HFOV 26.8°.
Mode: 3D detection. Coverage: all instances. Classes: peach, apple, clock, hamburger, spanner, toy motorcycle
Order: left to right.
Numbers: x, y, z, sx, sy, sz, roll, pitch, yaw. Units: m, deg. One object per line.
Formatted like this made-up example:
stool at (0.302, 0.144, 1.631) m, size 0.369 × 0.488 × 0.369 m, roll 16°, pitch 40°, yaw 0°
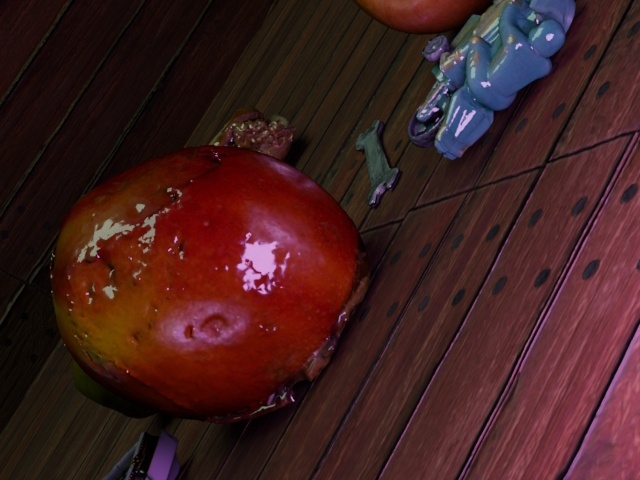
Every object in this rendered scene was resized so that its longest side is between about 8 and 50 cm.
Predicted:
clock at (-0.291, 0.401, 1.910) m, size 0.253 × 0.083 × 0.186 m, roll -47°, pitch 17°, yaw 31°
peach at (-0.141, 0.056, 1.757) m, size 0.353 × 0.417 × 0.339 m, roll 85°, pitch -171°, yaw -48°
hamburger at (-0.151, -0.150, 2.588) m, size 0.286 × 0.146 × 0.243 m, roll -53°, pitch 7°, yaw 34°
spanner at (0.084, -0.122, 2.007) m, size 0.071 × 0.017 × 0.302 m, roll -50°, pitch 15°, yaw 16°
apple at (0.165, -0.455, 1.990) m, size 0.275 × 0.299 × 0.299 m, roll -25°, pitch -13°, yaw -47°
toy motorcycle at (0.224, -0.226, 1.653) m, size 0.296 × 0.109 × 0.198 m, roll -53°, pitch 24°, yaw 0°

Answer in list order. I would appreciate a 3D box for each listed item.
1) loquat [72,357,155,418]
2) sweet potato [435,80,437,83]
loquat at (-0.288, 0.163, 2.189) m, size 0.246 × 0.213 × 0.213 m, roll -61°, pitch 14°, yaw 2°
sweet potato at (0.193, -0.237, 1.887) m, size 0.095 × 0.034 × 0.034 m, roll -44°, pitch 14°, yaw -2°
